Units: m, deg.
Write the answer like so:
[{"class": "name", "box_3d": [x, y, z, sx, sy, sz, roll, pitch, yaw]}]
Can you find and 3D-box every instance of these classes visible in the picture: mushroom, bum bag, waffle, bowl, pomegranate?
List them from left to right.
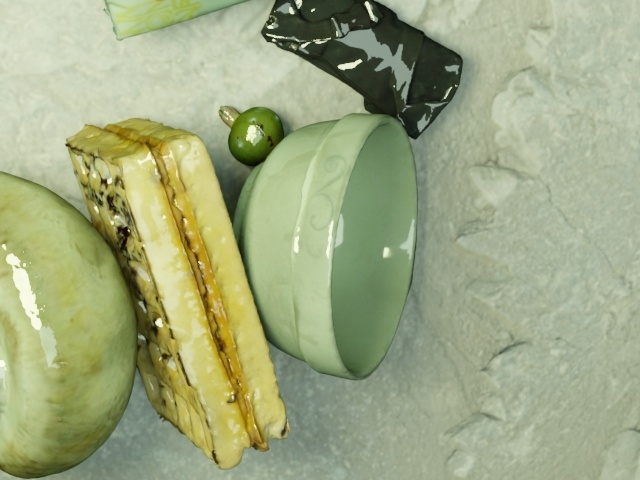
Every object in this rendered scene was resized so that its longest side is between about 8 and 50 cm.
[{"class": "mushroom", "box_3d": [-0.362, 0.099, 1.267, 0.352, 0.260, 0.352, 14, 119, 27]}, {"class": "waffle", "box_3d": [-0.165, 0.052, 1.321, 0.114, 0.261, 0.376, -21, 109, -19]}, {"class": "pomegranate", "box_3d": [-0.086, -0.126, 1.402, 0.084, 0.073, 0.073, 13, 106, 25]}, {"class": "bowl", "box_3d": [0.000, 0.000, 1.359, 0.163, 0.307, 0.307, 8, 106, 18]}, {"class": "bum bag", "box_3d": [0.055, -0.230, 1.405, 0.248, 0.060, 0.123, 30, 98, -19]}]

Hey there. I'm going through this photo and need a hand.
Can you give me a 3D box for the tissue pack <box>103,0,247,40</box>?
[{"class": "tissue pack", "box_3d": [-0.075, -0.397, 1.214, 0.388, 0.162, 0.287, -20, 150, -8]}]
